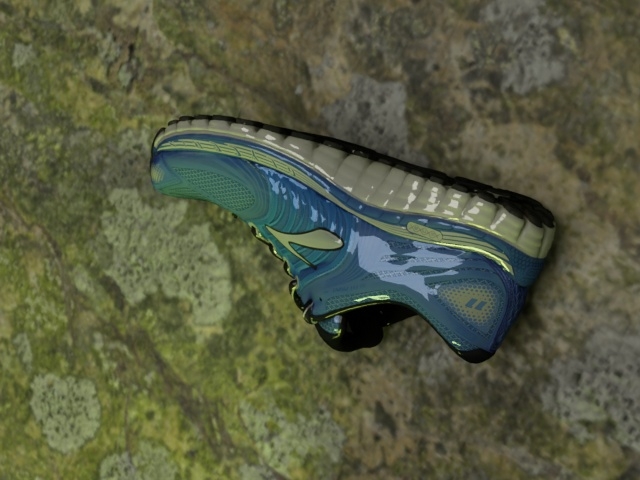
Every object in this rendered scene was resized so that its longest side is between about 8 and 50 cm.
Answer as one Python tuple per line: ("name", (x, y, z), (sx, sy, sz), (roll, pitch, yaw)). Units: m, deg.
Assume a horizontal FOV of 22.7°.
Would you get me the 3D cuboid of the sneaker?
("sneaker", (0.000, 0.000, 1.153), (0.330, 0.130, 0.147), (20, 97, 33))
